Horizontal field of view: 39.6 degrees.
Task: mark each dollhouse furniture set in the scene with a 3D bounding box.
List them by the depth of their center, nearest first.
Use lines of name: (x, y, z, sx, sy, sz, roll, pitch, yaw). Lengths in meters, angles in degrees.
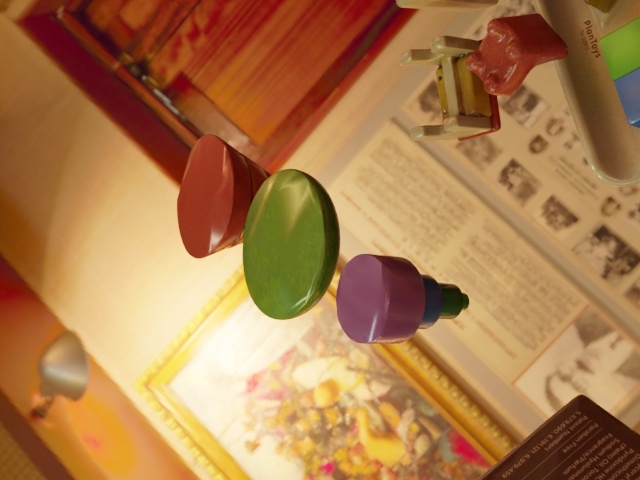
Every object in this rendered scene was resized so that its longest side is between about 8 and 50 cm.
dollhouse furniture set: (0.189, -0.306, 0.932, 0.152, 0.374, 0.201, -7, 179, -34)

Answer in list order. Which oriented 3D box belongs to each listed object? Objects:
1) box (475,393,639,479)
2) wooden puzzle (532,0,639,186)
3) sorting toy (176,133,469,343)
box: (0.206, 0.255, 0.618, 0.203, 0.167, 0.168, 37, 156, 48)
wooden puzzle: (0.361, -0.259, 0.816, 0.080, 0.347, 0.322, 8, -117, -50)
sorting toy: (0.000, 0.000, 0.797, 0.126, 0.127, 0.365, 6, -166, -36)
